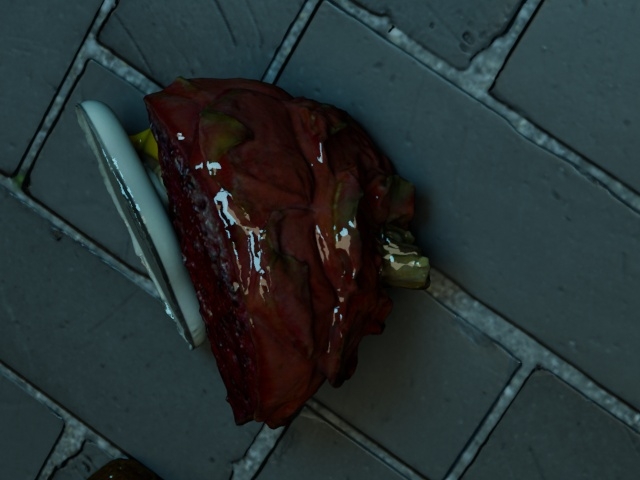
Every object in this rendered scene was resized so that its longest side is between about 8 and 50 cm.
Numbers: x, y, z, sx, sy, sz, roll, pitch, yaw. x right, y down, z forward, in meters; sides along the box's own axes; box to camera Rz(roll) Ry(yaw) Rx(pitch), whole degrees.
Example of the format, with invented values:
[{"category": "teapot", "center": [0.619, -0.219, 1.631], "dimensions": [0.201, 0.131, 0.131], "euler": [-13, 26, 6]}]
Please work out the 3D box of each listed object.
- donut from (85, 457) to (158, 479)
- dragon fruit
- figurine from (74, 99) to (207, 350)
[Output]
[{"category": "donut", "center": [-0.141, 0.316, 1.733], "dimensions": [0.295, 0.151, 0.112], "euler": [36, 103, 10]}, {"category": "dragon fruit", "center": [0.000, 0.000, 1.548], "dimensions": [0.205, 0.152, 0.316], "euler": [-21, 105, -18]}, {"category": "figurine", "center": [-0.107, -0.038, 1.668], "dimensions": [0.141, 0.166, 0.250], "euler": [-27, 122, -10]}]
